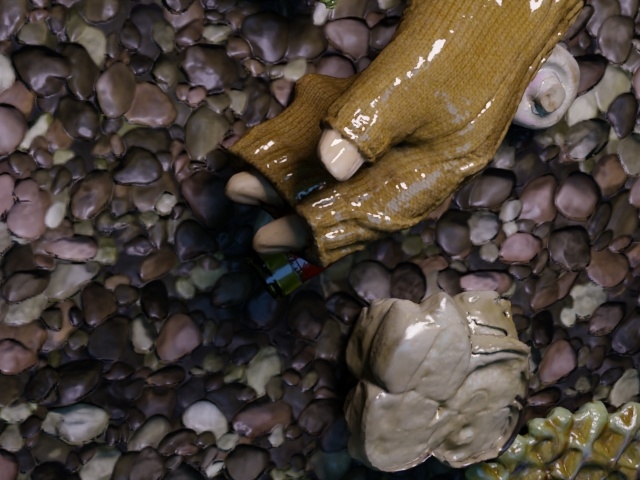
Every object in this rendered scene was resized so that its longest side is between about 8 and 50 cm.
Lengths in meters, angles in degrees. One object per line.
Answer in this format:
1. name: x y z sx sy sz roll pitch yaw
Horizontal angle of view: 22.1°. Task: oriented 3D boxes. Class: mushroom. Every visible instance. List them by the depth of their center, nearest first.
1. mushroom: 0.196 -0.140 1.476 0.084 0.067 0.083 -12 120 -21

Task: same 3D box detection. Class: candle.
1. candle: 0.000 0.000 1.468 0.131 0.052 0.052 -34 119 -6

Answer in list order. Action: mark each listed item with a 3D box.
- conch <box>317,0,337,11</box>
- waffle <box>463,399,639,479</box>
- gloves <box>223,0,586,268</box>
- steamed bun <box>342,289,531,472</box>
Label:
1. conch: -0.020 -0.241 1.346 0.089 0.074 0.121 -35 101 -44
2. waffle: 0.253 0.261 1.670 0.223 0.054 0.204 -17 116 -13
3. gloves: 0.078 -0.109 1.366 0.356 0.203 0.155 -39 97 -5
4. steamed bun: 0.101 0.117 1.527 0.178 0.106 0.192 -9 123 -22
